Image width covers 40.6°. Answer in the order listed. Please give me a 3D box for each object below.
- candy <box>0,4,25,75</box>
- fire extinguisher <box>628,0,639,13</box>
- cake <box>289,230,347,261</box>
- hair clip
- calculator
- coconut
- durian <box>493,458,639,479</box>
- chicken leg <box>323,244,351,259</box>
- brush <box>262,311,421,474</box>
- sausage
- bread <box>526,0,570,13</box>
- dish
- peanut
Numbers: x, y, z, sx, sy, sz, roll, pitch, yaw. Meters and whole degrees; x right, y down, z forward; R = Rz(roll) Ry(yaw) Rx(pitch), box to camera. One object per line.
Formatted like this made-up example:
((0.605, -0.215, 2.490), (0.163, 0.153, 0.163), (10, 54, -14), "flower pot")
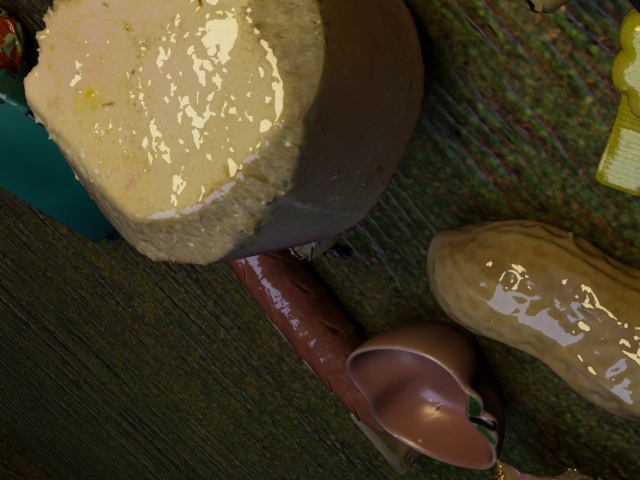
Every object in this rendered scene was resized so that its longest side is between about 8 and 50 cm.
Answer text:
((-0.411, -0.201, 1.181), (0.084, 0.078, 0.287), (56, 165, 32), "candy")
((0.328, -0.166, 0.500), (0.337, 0.114, 0.135), (4, 145, 39), "fire extinguisher")
((-0.047, -0.086, 0.990), (0.225, 0.090, 0.109), (44, 151, 28), "cake")
((0.258, -0.114, 0.682), (0.072, 0.046, 0.173), (21, 139, 18), "hair clip")
((-0.358, -0.107, 1.180), (0.274, 0.058, 0.248), (32, 147, -20), "calculator")
((-0.067, -0.129, 0.752), (0.298, 0.309, 0.297), (1, 93, 24), "coconut")
((0.295, 0.320, 1.023), (0.165, 0.183, 0.132), (53, 140, 37), "durian")
((-0.002, 0.000, 1.055), (0.083, 0.021, 0.036), (40, 135, -2), "chicken leg")
((0.032, 0.197, 1.207), (0.321, 0.060, 0.050), (51, 155, -15), "brush")
((-0.007, 0.107, 1.121), (0.088, 0.088, 0.433), (-20, 114, 50), "sausage")
((0.154, -0.247, 0.600), (0.157, 0.083, 0.094), (47, 141, -14), "bread")
((0.145, 0.174, 1.053), (0.213, 0.090, 0.213), (26, 143, 22), "dish")
((0.241, 0.071, 0.822), (0.313, 0.149, 0.149), (27, 142, 18), "peanut")
